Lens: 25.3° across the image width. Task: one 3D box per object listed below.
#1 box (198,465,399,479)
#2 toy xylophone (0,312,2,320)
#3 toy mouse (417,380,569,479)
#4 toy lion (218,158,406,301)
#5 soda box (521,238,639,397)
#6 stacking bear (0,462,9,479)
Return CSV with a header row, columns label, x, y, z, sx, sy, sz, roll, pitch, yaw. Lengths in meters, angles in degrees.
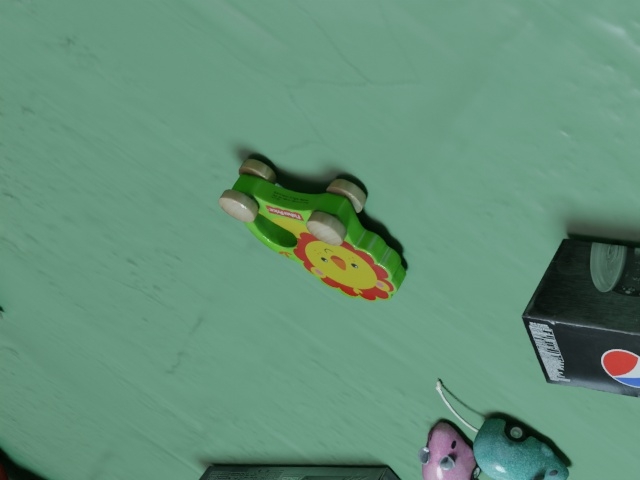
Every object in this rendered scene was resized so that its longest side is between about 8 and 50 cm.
label,x,y,z,sx,sy,sz,roll,pitch,yaw
box,0.017,0.260,1.147,0.231,0.056,0.183,-10,128,49
toy xylophone,-0.366,-0.034,1.092,0.236,0.081,0.322,27,148,13
toy mouse,0.107,0.152,0.936,0.161,0.031,0.143,-3,131,48
toy lion,0.000,0.000,0.843,0.100,0.034,0.096,15,151,30
soda box,0.188,0.045,0.691,0.169,0.060,0.053,8,141,36
stacking bear,-0.311,0.329,1.471,0.289,0.175,0.164,47,150,-4
